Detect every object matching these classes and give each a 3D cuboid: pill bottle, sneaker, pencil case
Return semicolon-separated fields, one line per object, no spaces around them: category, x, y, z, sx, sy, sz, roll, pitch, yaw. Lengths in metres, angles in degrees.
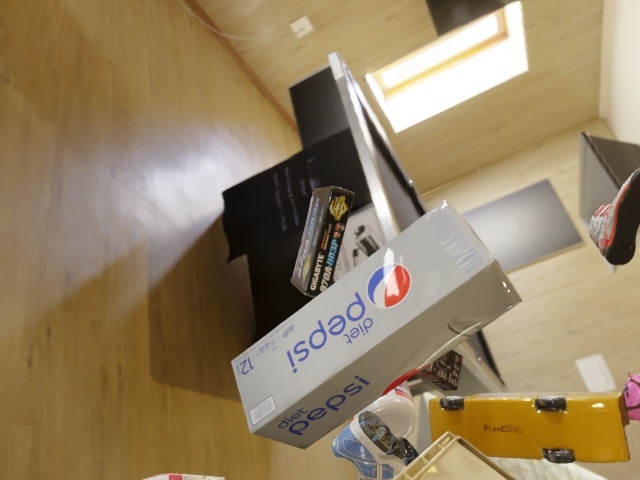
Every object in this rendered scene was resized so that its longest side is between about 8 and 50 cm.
pill bottle;0.173;0.442;1.513;0.181;0.182;0.322;59;10;-25
sneaker;0.103;0.357;0.800;0.211;0.081;0.080;48;15;-18
pencil case;0.715;0.325;0.977;0.095;0.210;0.098;37;64;-54
sneaker;0.766;-0.083;1.271;0.145;0.090;0.269;-79;172;-62

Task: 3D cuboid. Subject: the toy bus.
toy bus;0.378;0.341;0.927;0.130;0.333;0.108;11;70;-54

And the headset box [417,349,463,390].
headset box;0.197;0.206;0.835;0.083;0.032;0.062;33;57;-22

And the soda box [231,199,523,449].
soda box;0.052;0.095;0.512;0.098;0.286;0.091;42;15;-45

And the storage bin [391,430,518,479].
storage bin;0.132;0.280;0.321;0.262;0.123;0.260;33;14;29

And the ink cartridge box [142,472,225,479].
ink cartridge box;-0.334;0.674;1.236;0.218;0.092;0.158;43;31;-51

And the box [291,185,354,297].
box;0.000;0.000;1.040;0.175;0.051;0.220;-161;-95;-77
